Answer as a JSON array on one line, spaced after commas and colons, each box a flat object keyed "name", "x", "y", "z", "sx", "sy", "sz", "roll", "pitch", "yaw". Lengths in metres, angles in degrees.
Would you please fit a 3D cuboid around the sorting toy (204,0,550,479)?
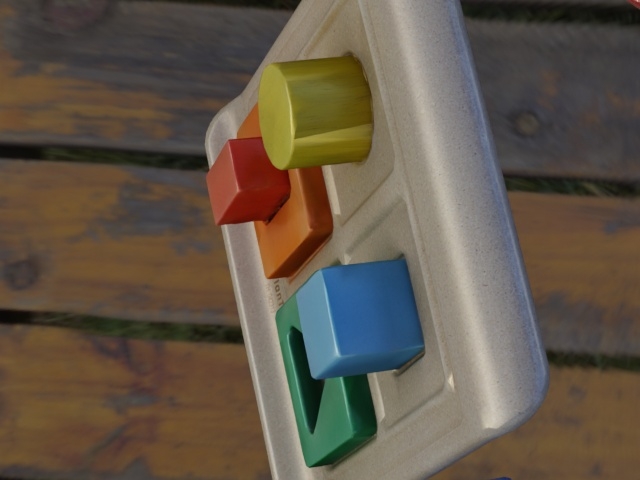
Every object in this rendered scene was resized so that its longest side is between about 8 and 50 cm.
[{"name": "sorting toy", "x": 0.000, "y": 0.000, "z": 0.683, "sx": 0.047, "sy": 0.196, "sz": 0.348, "roll": -5, "pitch": 73, "yaw": -24}]

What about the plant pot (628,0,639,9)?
[{"name": "plant pot", "x": 0.259, "y": -0.206, "z": 1.184, "sx": 0.191, "sy": 0.191, "sz": 0.174, "roll": -45, "pitch": 73, "yaw": 7}]
